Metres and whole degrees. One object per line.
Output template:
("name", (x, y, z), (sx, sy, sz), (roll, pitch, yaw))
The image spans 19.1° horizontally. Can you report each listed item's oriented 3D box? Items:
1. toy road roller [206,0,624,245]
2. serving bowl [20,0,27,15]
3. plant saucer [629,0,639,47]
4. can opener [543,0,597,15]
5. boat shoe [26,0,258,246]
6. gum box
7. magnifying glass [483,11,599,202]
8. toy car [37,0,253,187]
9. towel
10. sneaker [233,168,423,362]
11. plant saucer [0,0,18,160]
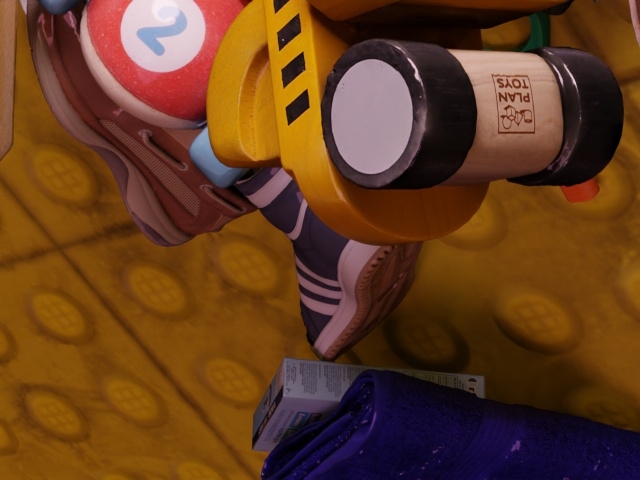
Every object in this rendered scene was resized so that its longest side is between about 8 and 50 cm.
("toy road roller", (0.036, -0.161, 1.266), (0.240, 0.202, 0.329), (-10, 85, 46))
("serving bowl", (-0.213, -0.204, 1.614), (0.083, 0.027, 0.083), (18, 139, 17))
("plant saucer", (0.356, -0.170, 1.225), (0.310, 0.050, 0.310), (9, 123, 13))
("can opener", (0.191, -0.227, 1.307), (0.073, 0.059, 0.186), (32, 141, 0))
("boat shoe", (-0.138, -0.119, 1.577), (0.116, 0.123, 0.324), (-10, 144, 18))
("gum box", (0.041, 0.159, 1.741), (0.184, 0.041, 0.157), (6, 155, -10))
("magnifying glass", (0.158, -0.123, 1.470), (0.092, 0.026, 0.231), (-8, 125, 37))
("toy car", (-0.052, -0.207, 1.391), (0.219, 0.210, 0.238), (46, 127, 0))
("towel", (0.127, 0.213, 1.704), (0.308, 0.076, 0.227), (14, 148, -22))
("sneaker", (0.000, 0.000, 1.644), (0.153, 0.099, 0.282), (45, 159, 12))
("plant saucer", (-0.266, -0.230, 1.433), (0.081, 0.333, 0.333), (3, 141, -9))
